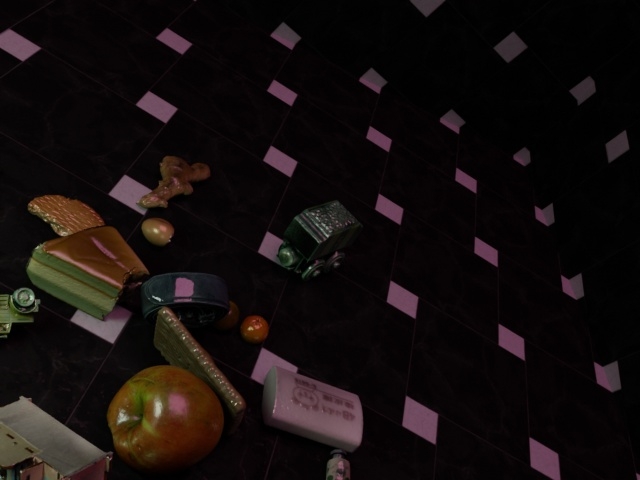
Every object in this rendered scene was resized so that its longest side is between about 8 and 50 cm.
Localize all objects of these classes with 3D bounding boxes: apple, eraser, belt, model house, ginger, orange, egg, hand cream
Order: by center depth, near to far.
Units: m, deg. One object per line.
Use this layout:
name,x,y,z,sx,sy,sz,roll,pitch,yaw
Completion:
model house,-0.549,0.481,1.391,0.326,0.244,0.169,18,21,34
apple,-0.346,0.413,1.653,0.226,0.246,0.246,31,30,-45
hand cream,0.043,0.659,1.821,0.095,0.059,0.276,21,43,-18
belt,-0.358,0.160,1.883,0.267,0.206,0.116,20,52,-54
eraser,-0.021,0.456,1.960,0.270,0.095,0.174,24,35,-19
apple,-0.273,0.209,2.036,0.089,0.074,0.090,7,38,-5
orange,-0.186,0.253,2.063,0.083,0.070,0.083,20,36,-16
egg,-0.476,-0.027,2.120,0.096,0.080,0.080,34,35,-9
ginger,-0.468,-0.191,2.321,0.148,0.081,0.334,47,34,-13

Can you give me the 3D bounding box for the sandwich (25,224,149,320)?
sandwich,-0.582,0.094,1.827,0.198,0.155,0.227,50,37,17

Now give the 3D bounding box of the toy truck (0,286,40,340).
toy truck,-0.772,0.180,1.624,0.259,0.128,0.135,-3,77,-44

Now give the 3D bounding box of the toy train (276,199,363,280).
toy train,0.000,0.000,2.366,0.167,0.238,0.299,45,35,17

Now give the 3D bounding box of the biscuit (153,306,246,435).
biscuit,-0.298,0.321,1.776,0.044,0.217,0.325,-33,71,-33

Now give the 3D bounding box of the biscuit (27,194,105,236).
biscuit,-0.687,-0.058,2.014,0.224,0.033,0.144,33,33,-6
